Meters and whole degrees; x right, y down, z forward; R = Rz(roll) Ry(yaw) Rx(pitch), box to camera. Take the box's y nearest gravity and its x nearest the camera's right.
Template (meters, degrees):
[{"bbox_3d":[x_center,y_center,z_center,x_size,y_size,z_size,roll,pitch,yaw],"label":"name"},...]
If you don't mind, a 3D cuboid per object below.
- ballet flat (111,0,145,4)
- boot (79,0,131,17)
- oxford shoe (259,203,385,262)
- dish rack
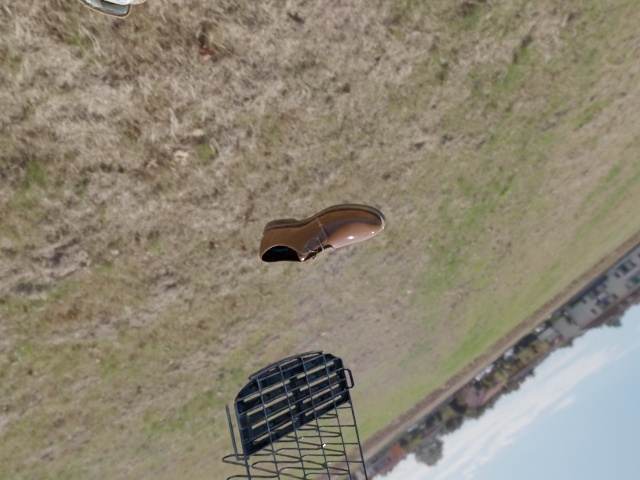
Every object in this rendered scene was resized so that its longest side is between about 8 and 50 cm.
[{"bbox_3d":[-0.209,-0.276,0.489,0.073,0.067,0.206,8,170,-8],"label":"ballet flat"},{"bbox_3d":[-0.561,-0.587,1.144,0.236,0.269,0.089,8,113,-31],"label":"boot"},{"bbox_3d":[0.000,0.000,0.789,0.212,0.076,0.076,-13,128,25],"label":"oxford shoe"},{"bbox_3d":[-0.023,0.269,0.571,0.074,0.271,0.208,-15,174,37],"label":"dish rack"}]
